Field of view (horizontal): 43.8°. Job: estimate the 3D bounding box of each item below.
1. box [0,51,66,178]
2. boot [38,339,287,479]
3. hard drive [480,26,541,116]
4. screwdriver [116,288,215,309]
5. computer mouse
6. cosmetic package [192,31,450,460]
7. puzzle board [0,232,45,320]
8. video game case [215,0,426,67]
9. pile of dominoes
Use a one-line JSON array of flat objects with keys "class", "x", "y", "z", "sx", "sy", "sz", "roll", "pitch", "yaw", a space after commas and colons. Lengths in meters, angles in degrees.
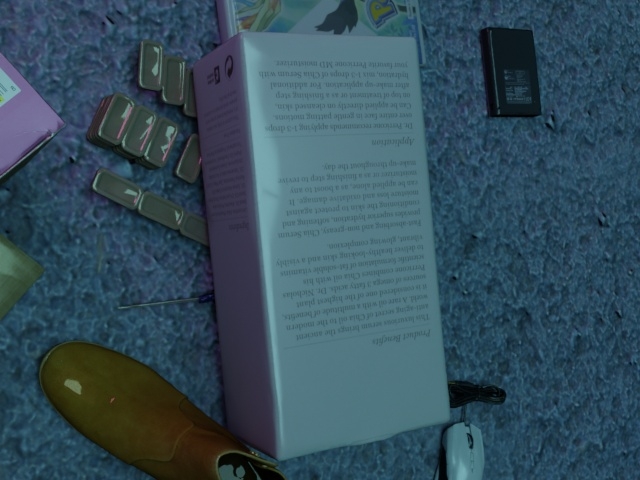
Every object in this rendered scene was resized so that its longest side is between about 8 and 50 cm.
[{"class": "box", "x": -0.372, "y": -0.063, "z": 0.722, "sx": 0.213, "sy": 0.243, "sz": 0.117, "roll": -47, "pitch": 107, "yaw": -22}, {"class": "boot", "x": -0.151, "y": 0.205, "z": 0.839, "sx": 0.295, "sy": 0.211, "sz": 0.104, "roll": 41, "pitch": 68, "yaw": -19}, {"class": "hard drive", "x": 0.294, "y": -0.258, "z": 1.224, "sx": 0.094, "sy": 0.022, "sz": 0.135, "roll": -5, "pitch": 88, "yaw": -29}, {"class": "screwdriver", "x": -0.160, "y": 0.074, "z": 0.954, "sx": 0.170, "sy": 0.024, "sz": 0.025, "roll": -10, "pitch": 120, "yaw": -26}, {"class": "computer mouse", "x": 0.207, "y": 0.296, "z": 1.122, "sx": 0.106, "sy": 0.042, "sz": 0.192, "roll": 14, "pitch": 80, "yaw": -28}, {"class": "cosmetic package", "x": 0.000, "y": 0.000, "z": 0.935, "sx": 0.230, "sy": 0.161, "sz": 0.453, "roll": -5, "pitch": 91, "yaw": -28}, {"class": "puzzle board", "x": -0.373, "y": 0.049, "z": 0.845, "sx": 0.096, "sy": 0.011, "sz": 0.128, "roll": 44, "pitch": 67, "yaw": -17}, {"class": "video game case", "x": -0.006, "y": -0.391, "z": 1.064, "sx": 0.300, "sy": 0.036, "sz": 0.328, "roll": -7, "pitch": 90, "yaw": -29}, {"class": "pile of dominoes", "x": -0.154, "y": -0.102, "z": 0.974, "sx": 0.251, "sy": 0.040, "sz": 0.195, "roll": 29, "pitch": 73, "yaw": -32}]
